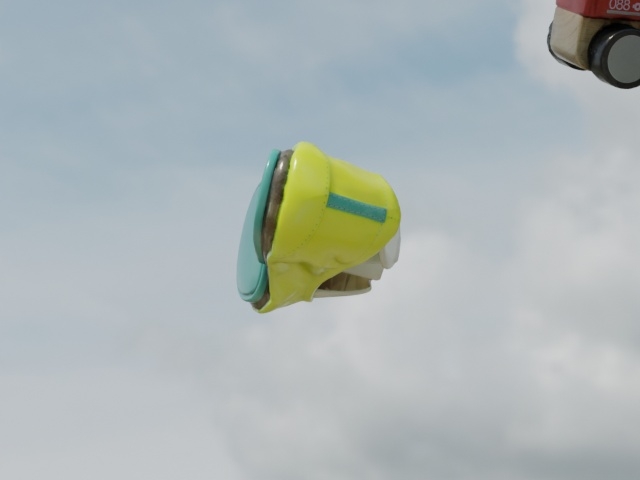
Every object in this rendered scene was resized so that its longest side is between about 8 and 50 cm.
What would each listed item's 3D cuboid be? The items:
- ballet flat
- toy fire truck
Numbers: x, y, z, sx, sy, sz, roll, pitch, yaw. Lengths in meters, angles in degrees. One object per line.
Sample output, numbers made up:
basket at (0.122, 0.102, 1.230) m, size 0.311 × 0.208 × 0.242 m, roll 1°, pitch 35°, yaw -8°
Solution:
ballet flat at (0.000, 0.000, 1.017) m, size 0.077 × 0.077 × 0.231 m, roll 10°, pitch -8°, yaw -4°
toy fire truck at (0.325, -0.269, 1.822) m, size 0.217 × 0.246 × 0.158 m, roll 2°, pitch 15°, yaw -19°
